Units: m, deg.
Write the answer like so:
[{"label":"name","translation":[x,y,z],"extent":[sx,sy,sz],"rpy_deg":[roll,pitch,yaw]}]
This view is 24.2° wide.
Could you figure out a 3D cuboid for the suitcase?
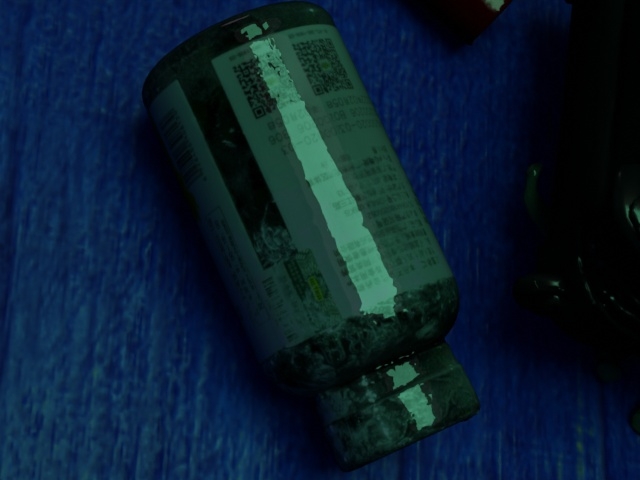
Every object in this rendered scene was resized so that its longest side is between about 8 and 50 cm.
[{"label":"suitcase","translation":[0.323,-0.061,1.055],"extent":[0.339,0.188,0.345],"rpy_deg":[21,60,-22]}]

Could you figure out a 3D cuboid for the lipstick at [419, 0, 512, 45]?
[{"label":"lipstick","translation":[0.034,-0.266,1.131],"extent":[0.279,0.073,0.073],"rpy_deg":[43,61,-4]}]

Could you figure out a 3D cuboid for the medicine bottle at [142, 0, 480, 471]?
[{"label":"medicine bottle","translation":[0.000,0.000,0.979],"extent":[0.141,0.141,0.293],"rpy_deg":[-21,80,-28]}]

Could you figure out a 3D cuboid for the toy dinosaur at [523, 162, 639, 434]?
[{"label":"toy dinosaur","translation":[0.244,0.070,1.099],"extent":[0.292,0.079,0.120],"rpy_deg":[31,57,-14]}]
